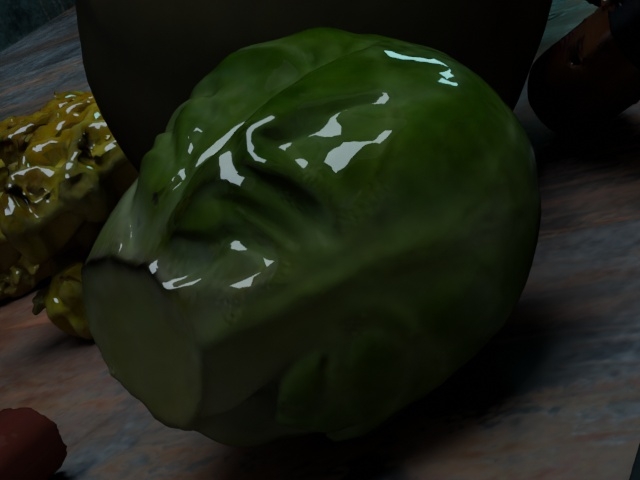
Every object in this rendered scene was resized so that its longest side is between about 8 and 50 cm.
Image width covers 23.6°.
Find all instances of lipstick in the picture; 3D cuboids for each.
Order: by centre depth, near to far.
[{"bbox_3d":[0.194,-0.122,0.916,0.077,0.077,0.418,-27,-2,-7],"label":"lipstick"}]

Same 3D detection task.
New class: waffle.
[{"bbox_3d":[-0.201,-0.036,1.261,0.261,0.151,0.324,-36,22,-22],"label":"waffle"}]

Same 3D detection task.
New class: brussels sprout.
[{"bbox_3d":[0.000,0.000,0.815,0.244,0.244,0.244,-22,18,8],"label":"brussels sprout"}]

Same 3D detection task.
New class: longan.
[{"bbox_3d":[-0.005,-0.170,1.054,0.361,0.361,0.361,-22,18,8],"label":"longan"}]

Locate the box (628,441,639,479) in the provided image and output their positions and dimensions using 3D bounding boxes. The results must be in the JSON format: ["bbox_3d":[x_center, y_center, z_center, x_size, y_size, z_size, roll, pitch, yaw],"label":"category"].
[{"bbox_3d":[0.225,0.073,0.547,0.230,0.050,0.160,-15,20,28],"label":"box"}]

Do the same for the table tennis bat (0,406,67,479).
[{"bbox_3d":[-0.276,0.223,0.786,0.268,0.051,0.414,-9,25,38],"label":"table tennis bat"}]

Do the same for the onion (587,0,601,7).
[{"bbox_3d":[0.307,-0.303,1.149,0.337,0.282,0.260,-7,41,4],"label":"onion"}]
